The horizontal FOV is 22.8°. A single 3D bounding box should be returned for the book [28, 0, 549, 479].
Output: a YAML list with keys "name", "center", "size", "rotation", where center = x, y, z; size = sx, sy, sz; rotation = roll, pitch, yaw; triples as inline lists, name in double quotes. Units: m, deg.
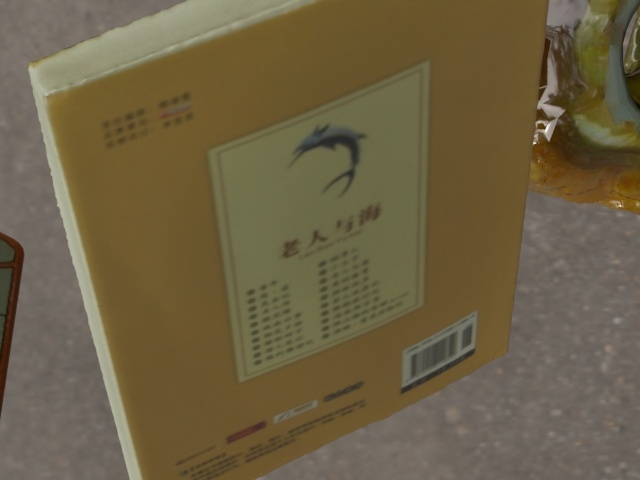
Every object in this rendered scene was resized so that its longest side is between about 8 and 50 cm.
- name: "book"
  center: [0.000, 0.000, 0.859]
  size: [0.032, 0.269, 0.389]
  rotation: [56, 160, 34]

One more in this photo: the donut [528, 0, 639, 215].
- name: "donut"
  center: [0.255, -0.161, 1.266]
  size: [0.160, 0.330, 0.330]
  rotation: [33, 110, 49]

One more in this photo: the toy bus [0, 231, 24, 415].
- name: "toy bus"
  center: [-0.372, 0.176, 1.611]
  size: [0.093, 0.092, 0.409]
  rotation: [128, 150, -58]
